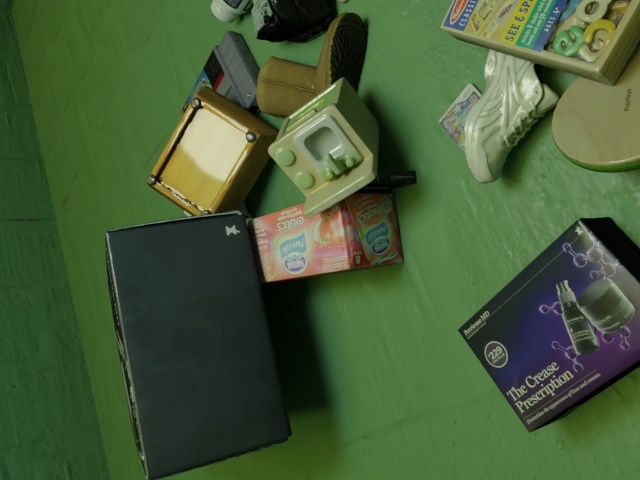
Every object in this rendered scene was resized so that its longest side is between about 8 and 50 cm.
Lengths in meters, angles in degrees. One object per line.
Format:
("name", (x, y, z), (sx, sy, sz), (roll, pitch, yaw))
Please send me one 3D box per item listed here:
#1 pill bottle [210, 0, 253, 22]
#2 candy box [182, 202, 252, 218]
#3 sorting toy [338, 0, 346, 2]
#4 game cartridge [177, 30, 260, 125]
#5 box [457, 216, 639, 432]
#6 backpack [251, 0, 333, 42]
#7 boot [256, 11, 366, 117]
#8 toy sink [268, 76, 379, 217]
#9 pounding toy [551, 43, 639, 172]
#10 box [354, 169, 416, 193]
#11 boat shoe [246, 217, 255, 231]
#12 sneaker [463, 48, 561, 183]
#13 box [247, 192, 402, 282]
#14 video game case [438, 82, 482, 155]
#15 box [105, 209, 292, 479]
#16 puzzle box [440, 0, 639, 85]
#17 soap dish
("pill bottle", (-0.199, -0.615, 1.373), (0.169, 0.094, 0.094), (-37, 65, 43))
("candy box", (-0.293, -0.103, 1.493), (0.165, 0.070, 0.196), (-34, 86, 45))
("sorting toy", (0.021, -0.545, 1.048), (0.193, 0.208, 0.038), (-23, 63, 47))
("game cartridge", (-0.273, -0.348, 1.506), (0.355, 0.068, 0.230), (-48, 62, 39))
("box", (0.350, 0.120, 0.797), (0.261, 0.103, 0.184), (-55, 51, 35))
("backpack", (-0.075, -0.494, 1.216), (0.182, 0.152, 0.115), (7, 100, 63))
("boot", (-0.035, -0.369, 1.210), (0.269, 0.089, 0.236), (28, 113, 46))
("toy sink", (0.007, -0.176, 1.026), (0.153, 0.131, 0.234), (-30, 26, 25))
("pounding toy", (0.420, -0.165, 0.716), (0.237, 0.110, 0.183), (-54, 36, 0))
("box", (0.084, -0.104, 1.071), (0.162, 0.116, 0.029), (-14, 84, 49))
("boat shoe", (-0.214, -0.001, 1.459), (0.190, 0.068, 0.072), (-54, 43, 36))
("sneaker", (0.291, -0.195, 0.842), (0.115, 0.090, 0.232), (19, 100, 38))
("box", (0.000, 0.000, 1.145), (0.300, 0.154, 0.142), (-13, 83, 48))
("video game case", (0.259, -0.191, 0.944), (0.087, 0.011, 0.122), (-53, 55, 37))
("box", (-0.307, 0.236, 1.297), (0.472, 0.297, 0.479), (146, 113, -65))
("puzzle box", (0.354, -0.434, 0.728), (0.272, 0.052, 0.408), (38, 110, 44))
("soap dish", (-0.263, -0.191, 1.346), (0.229, 0.118, 0.291), (34, 101, 8))
